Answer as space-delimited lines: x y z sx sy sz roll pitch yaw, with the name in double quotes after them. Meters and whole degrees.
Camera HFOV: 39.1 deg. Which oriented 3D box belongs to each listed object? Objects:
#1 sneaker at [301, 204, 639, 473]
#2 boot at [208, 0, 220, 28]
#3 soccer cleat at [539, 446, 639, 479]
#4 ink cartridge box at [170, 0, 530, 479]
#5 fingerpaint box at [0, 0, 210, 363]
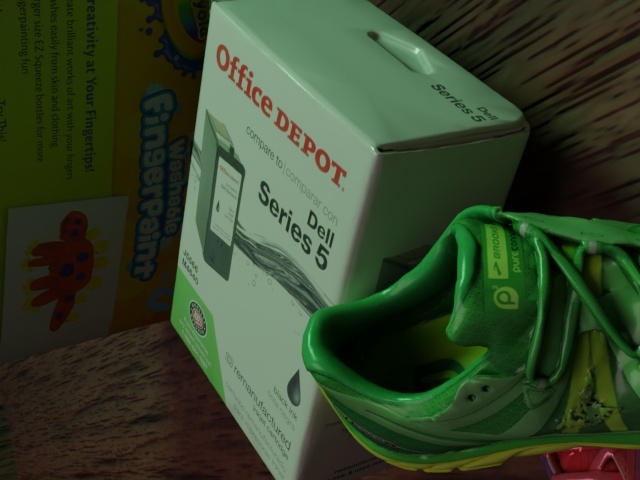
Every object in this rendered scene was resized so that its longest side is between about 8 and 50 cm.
0.118 0.039 0.420 0.295 0.123 0.109 -24 47 28 "sneaker"
-0.061 -0.141 0.728 0.189 0.076 0.208 142 135 -77 "boot"
0.169 0.139 0.457 0.318 0.116 0.108 55 142 33 "soccer cleat"
0.000 0.000 0.602 0.198 0.115 0.273 47 137 41 "ink cartridge box"
-0.290 -0.104 0.880 0.163 0.371 0.445 45 136 40 "fingerpaint box"
